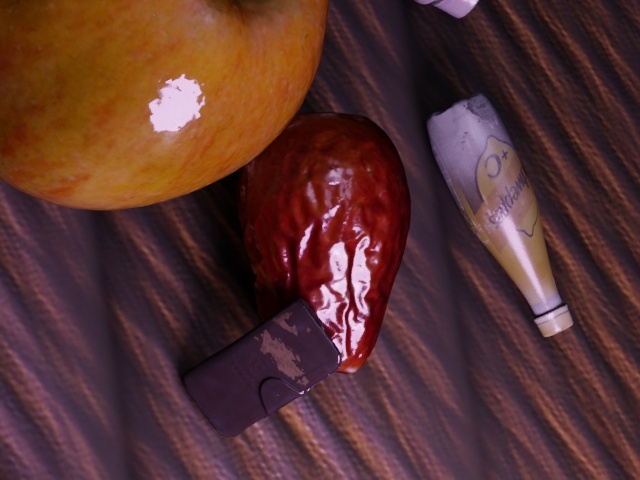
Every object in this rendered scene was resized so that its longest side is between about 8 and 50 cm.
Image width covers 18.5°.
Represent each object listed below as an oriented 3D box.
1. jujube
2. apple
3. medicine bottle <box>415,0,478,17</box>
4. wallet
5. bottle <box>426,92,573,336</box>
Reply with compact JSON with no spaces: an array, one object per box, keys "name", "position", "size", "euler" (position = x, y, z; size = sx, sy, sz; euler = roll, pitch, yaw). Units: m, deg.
[{"name":"jujube","position":[0.000,0.000,1.919],"size":[0.190,0.190,0.255],"euler":[6,90,-28]},{"name":"apple","position":[-0.176,-0.224,1.774],"size":[0.400,0.333,0.400],"euler":[4,82,-31]},{"name":"medicine bottle","position":[0.112,-0.300,2.123],"size":[0.130,0.080,0.080],"euler":[27,64,-20]},{"name":"wallet","position":[-0.054,0.123,1.873],"size":[0.082,0.156,0.018],"euler":[55,23,-4]},{"name":"bottle","position":[0.198,-0.024,2.092],"size":[0.083,0.083,0.270],"euler":[-28,92,-33]}]
